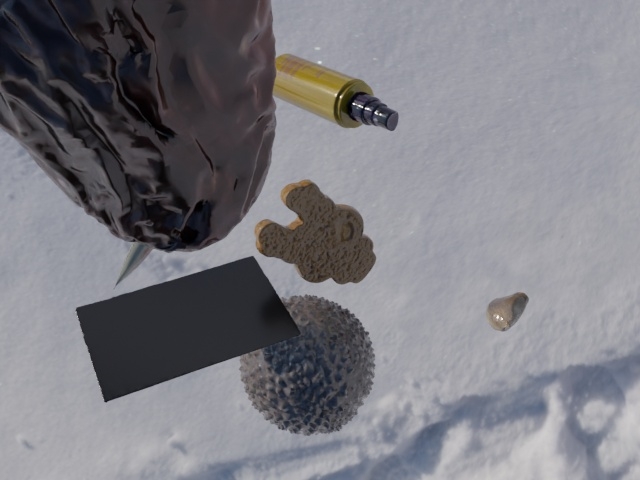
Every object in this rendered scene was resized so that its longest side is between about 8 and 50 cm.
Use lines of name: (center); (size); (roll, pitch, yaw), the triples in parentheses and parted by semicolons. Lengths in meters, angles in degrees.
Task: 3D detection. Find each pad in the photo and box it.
pad: (-0.205, 0.125, 1.099); (0.202, 0.299, 0.005); (53, 152, 43)

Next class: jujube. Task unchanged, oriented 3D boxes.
jujube: (-0.126, -0.143, 0.461); (0.216, 0.216, 0.342); (11, 135, 23)

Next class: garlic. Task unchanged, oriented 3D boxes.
garlic: (0.395, 0.155, 1.550); (0.066, 0.152, 0.084); (47, 132, 9)

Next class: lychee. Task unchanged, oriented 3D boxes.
lychee: (-0.019, 0.255, 1.451); (0.300, 0.300, 0.300); (6, 103, 24)

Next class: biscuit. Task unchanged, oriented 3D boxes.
biscuit: (0.003, -0.002, 1.173); (0.144, 0.236, 0.040); (-51, 41, 7)

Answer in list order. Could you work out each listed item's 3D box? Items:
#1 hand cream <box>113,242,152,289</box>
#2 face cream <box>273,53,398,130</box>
hand cream: (-0.302, -0.011, 1.273); (0.050, 0.080, 0.234); (35, 113, -2)
face cream: (0.022, -0.226, 1.125); (0.273, 0.078, 0.078); (32, 115, 42)
